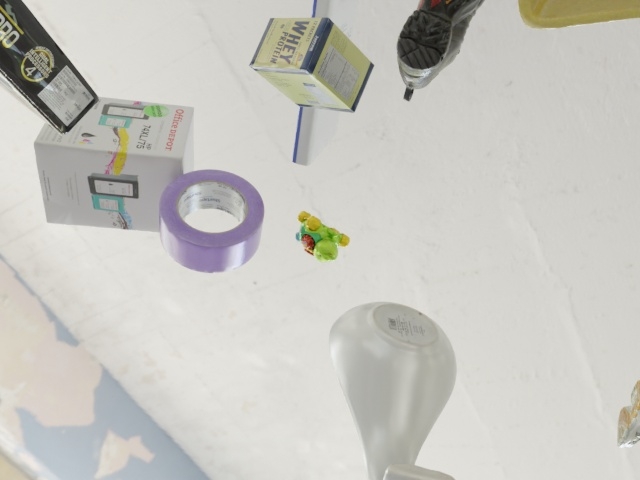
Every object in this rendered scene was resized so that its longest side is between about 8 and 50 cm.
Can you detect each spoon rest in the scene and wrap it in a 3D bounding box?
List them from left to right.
[{"bbox_3d":[0.070,0.145,0.597,0.137,0.276,0.084,15,-65,-3],"label":"spoon rest"}]

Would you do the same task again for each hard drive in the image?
[{"bbox_3d":[0.012,-0.330,1.250,0.040,0.210,0.318,16,-58,11],"label":"hard drive"}]

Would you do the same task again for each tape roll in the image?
[{"bbox_3d":[-0.200,-0.037,1.173,0.189,0.189,0.080,23,-40,8],"label":"tape roll"}]

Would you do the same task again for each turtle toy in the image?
[{"bbox_3d":[0.000,0.000,1.175,0.095,0.066,0.130,30,2,-24],"label":"turtle toy"}]

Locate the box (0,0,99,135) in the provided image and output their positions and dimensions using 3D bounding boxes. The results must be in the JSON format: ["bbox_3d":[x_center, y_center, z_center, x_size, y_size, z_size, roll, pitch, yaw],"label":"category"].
[{"bbox_3d":[-0.516,-0.344,0.866,0.318,0.097,0.395,33,-13,21],"label":"box"}]

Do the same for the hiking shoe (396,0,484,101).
[{"bbox_3d":[0.161,-0.296,0.845,0.086,0.227,0.114,32,-14,8],"label":"hiking shoe"}]

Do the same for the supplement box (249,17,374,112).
[{"bbox_3d":[-0.008,-0.175,0.640,0.083,0.056,0.083,17,-9,40],"label":"supplement box"}]

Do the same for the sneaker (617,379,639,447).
[{"bbox_3d":[0.259,0.142,0.502,0.037,0.032,0.083,10,-40,13],"label":"sneaker"}]

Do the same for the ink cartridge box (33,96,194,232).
[{"bbox_3d":[-0.401,-0.155,1.295,0.270,0.198,0.197,5,-49,-7],"label":"ink cartridge box"}]

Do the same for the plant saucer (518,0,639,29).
[{"bbox_3d":[0.324,-0.366,0.538,0.333,0.081,0.332,-5,-76,8],"label":"plant saucer"}]
